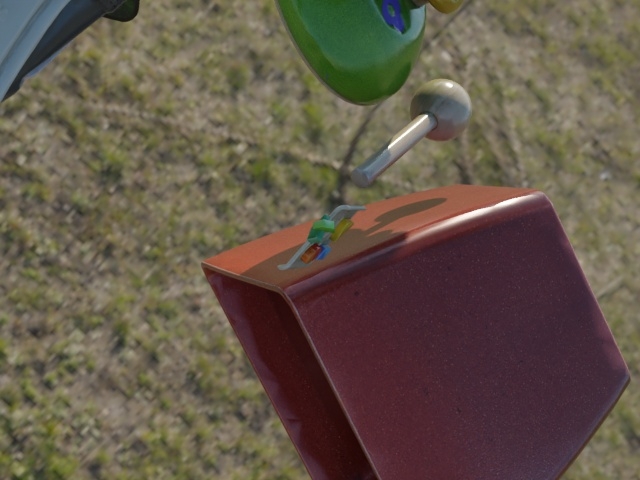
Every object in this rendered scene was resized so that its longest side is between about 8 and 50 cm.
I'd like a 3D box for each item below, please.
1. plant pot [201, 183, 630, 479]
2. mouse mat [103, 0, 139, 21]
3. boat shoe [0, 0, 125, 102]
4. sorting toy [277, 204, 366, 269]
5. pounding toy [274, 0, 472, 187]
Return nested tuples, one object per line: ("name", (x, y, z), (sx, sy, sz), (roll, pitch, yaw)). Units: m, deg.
("plant pot", (0.089, 0.087, 1.107), (0.236, 0.267, 0.267), (-30, 102, -14))
("mouse mat", (-0.216, -0.255, 1.008), (0.190, 0.152, 0.007), (16, 30, 14))
("boat shoe", (-0.132, -0.116, 0.527), (0.112, 0.095, 0.335), (48, 69, -33))
("sorting toy", (0.000, 0.000, 0.863), (0.012, 0.062, 0.083), (48, 11, 8))
("pounding toy", (0.063, -0.183, 1.053), (0.183, 0.110, 0.237), (-35, 104, -57))
